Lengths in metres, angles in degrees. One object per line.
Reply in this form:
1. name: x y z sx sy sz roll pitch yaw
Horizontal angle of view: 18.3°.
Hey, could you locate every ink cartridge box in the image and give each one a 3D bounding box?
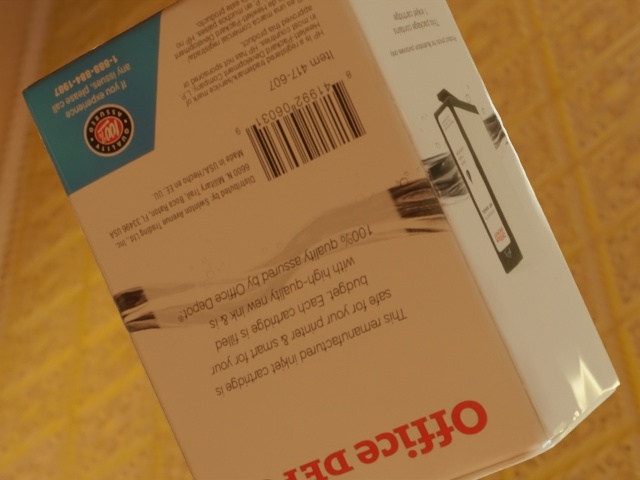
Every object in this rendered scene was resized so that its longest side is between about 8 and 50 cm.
1. ink cartridge box: 0.000 0.000 0.758 0.148 0.203 0.086 -24 180 30
